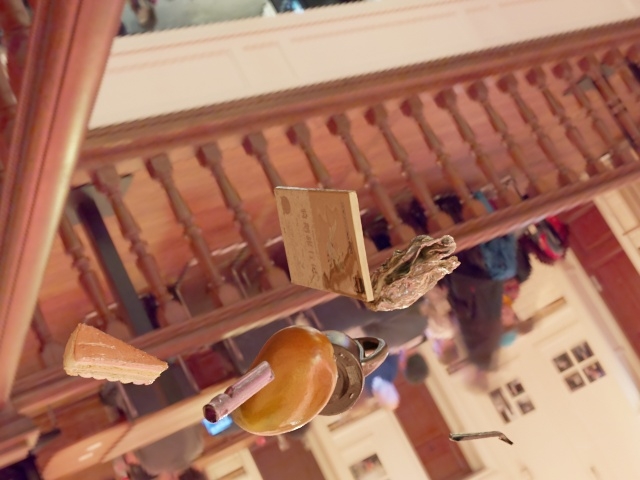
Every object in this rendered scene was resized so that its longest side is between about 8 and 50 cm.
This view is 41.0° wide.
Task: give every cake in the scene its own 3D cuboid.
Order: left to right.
[{"bbox_3d":[-0.469,0.281,1.931,0.109,0.225,0.090,-50,-162,45],"label":"cake"}]

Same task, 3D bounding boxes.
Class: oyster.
[{"bbox_3d":[0.195,0.088,2.094,0.162,0.158,0.351,24,149,-24],"label":"oyster"}]

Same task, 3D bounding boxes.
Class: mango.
[{"bbox_3d":[-0.066,0.299,1.785,0.254,0.175,0.139,-57,162,-7],"label":"mango"}]

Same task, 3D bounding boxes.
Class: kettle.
[{"bbox_3d":[0.060,0.342,2.400,0.268,0.207,0.290,-13,-174,10],"label":"kettle"}]

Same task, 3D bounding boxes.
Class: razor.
[{"bbox_3d":[0.437,0.538,2.351,0.190,0.033,0.066,6,-178,-22],"label":"razor"}]

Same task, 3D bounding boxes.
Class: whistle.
[{"bbox_3d":[-0.119,0.226,1.285,0.033,0.033,0.176,-37,176,30],"label":"whistle"}]

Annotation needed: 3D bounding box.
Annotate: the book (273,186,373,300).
[{"bbox_3d":[0.000,0.000,1.740,0.021,0.217,0.310,-15,-168,-28],"label":"book"}]
